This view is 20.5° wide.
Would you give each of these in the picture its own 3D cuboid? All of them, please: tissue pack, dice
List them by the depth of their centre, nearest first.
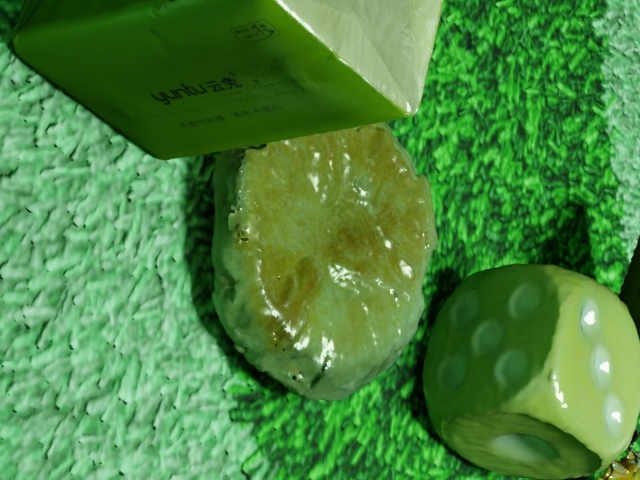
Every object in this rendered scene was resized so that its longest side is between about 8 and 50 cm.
[{"bbox_3d":[-0.072,-0.185,1.416,0.200,0.274,0.167,38,56,-41],"label":"tissue pack"},{"bbox_3d":[0.216,0.134,1.784,0.166,0.169,0.169,39,54,-40],"label":"dice"}]

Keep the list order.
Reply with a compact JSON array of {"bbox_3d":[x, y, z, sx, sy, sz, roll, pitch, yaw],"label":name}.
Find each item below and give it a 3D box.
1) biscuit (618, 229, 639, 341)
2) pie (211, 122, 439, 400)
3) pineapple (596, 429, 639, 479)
[{"bbox_3d":[0.338,0.093,1.930,0.237,0.013,0.232,-73,177,-65],"label":"biscuit"},{"bbox_3d":[0.000,0.000,1.628,0.306,0.071,0.306,16,68,-45],"label":"pie"},{"bbox_3d":[0.314,0.313,1.896,0.221,0.047,0.221,-34,136,-41],"label":"pineapple"}]
